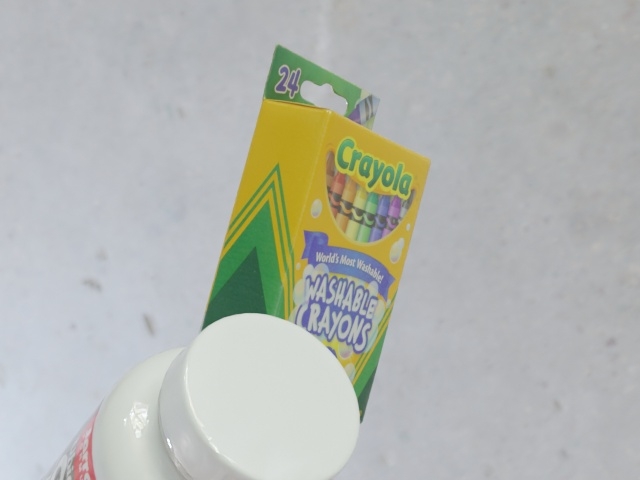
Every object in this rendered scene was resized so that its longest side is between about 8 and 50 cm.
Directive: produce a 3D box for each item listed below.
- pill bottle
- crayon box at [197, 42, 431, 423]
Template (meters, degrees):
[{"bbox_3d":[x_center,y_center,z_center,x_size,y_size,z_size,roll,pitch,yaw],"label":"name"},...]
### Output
[{"bbox_3d":[-0.100,0.184,1.238,0.176,0.176,0.318,53,138,12],"label":"pill bottle"},{"bbox_3d":[0.000,0.000,1.624,0.083,0.203,0.322,12,86,33],"label":"crayon box"}]
